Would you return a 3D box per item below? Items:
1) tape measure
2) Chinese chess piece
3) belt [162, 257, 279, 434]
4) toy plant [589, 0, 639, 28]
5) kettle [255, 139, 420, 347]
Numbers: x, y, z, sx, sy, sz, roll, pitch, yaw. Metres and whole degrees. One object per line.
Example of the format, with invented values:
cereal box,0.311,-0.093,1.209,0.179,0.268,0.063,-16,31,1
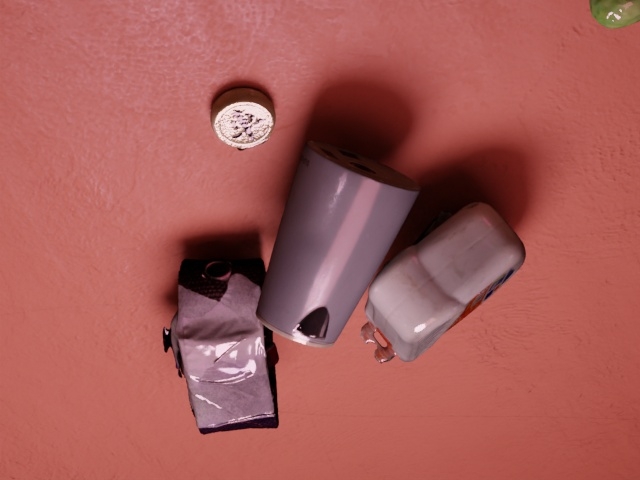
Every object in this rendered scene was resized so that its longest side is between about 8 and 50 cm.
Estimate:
tape measure,0.159,0.052,1.989,0.246,0.125,0.243,-40,171,-8
Chinese chess piece,-0.099,-0.156,1.862,0.084,0.034,0.084,-4,135,-4
belt,-0.142,0.150,2.072,0.164,0.184,0.289,-3,131,2
toy plant,0.460,-0.392,1.590,0.356,0.210,0.316,0,103,-2
kettle,0.000,0.000,1.913,0.160,0.210,0.243,17,104,-26
